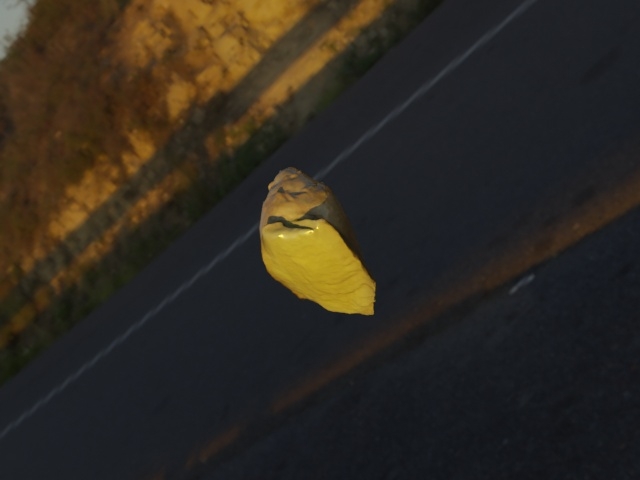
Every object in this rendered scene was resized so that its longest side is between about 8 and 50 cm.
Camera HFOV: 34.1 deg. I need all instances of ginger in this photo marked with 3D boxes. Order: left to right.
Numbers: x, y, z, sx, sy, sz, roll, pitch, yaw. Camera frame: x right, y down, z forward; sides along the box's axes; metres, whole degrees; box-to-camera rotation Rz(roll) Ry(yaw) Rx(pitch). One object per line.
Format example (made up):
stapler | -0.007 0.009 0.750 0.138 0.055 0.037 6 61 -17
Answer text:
ginger | 0.001 0.004 1.164 0.115 0.193 0.123 -12 49 16
